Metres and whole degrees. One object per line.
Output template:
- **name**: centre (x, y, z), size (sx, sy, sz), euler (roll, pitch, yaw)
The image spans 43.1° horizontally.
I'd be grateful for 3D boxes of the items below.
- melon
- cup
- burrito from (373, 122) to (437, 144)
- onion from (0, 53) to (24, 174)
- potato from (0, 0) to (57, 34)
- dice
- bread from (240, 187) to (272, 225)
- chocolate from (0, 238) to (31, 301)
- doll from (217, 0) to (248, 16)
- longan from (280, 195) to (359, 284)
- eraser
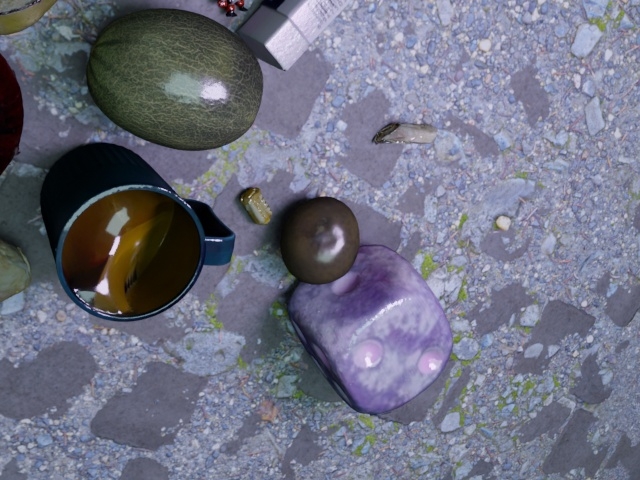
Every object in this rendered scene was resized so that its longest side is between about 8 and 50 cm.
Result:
- **melon**: centre (-0.251, -0.280, 1.410), size (0.302, 0.237, 0.237), euler (12, 106, -27)
- **cup**: centre (-0.336, -0.041, 1.440), size (0.308, 0.292, 0.242), euler (-25, 121, -16)
- **burrito**: centre (0.189, -0.233, 1.770), size (0.149, 0.041, 0.055), euler (-2, 126, -26)
- **onion**: centre (-0.608, -0.193, 1.270), size (0.314, 0.232, 0.314), euler (-27, 130, -38)
- **potato**: centre (-0.492, -0.405, 1.307), size (0.202, 0.182, 0.117), euler (-46, 164, -23)
- **dice**: centre (0.108, 0.192, 1.777), size (0.270, 0.270, 0.271), euler (-34, 123, -11)
- **bread**: centre (-0.133, -0.070, 1.684), size (0.049, 0.034, 0.088), euler (-47, 129, -19)
- **chocolate**: centre (-0.665, 0.056, 1.413), size (0.309, 0.134, 0.134), euler (-1, 112, -26)
- **doll**: centre (-0.170, -0.494, 1.470), size (0.109, 0.057, 0.169), euler (-33, 138, -28)
- **longan**: centre (0.000, 0.000, 1.703), size (0.167, 0.167, 0.187), euler (11, 108, -30)
- **eraser**: centre (-0.017, -0.456, 1.519), size (0.287, 0.130, 0.086), euler (-48, 127, -3)
